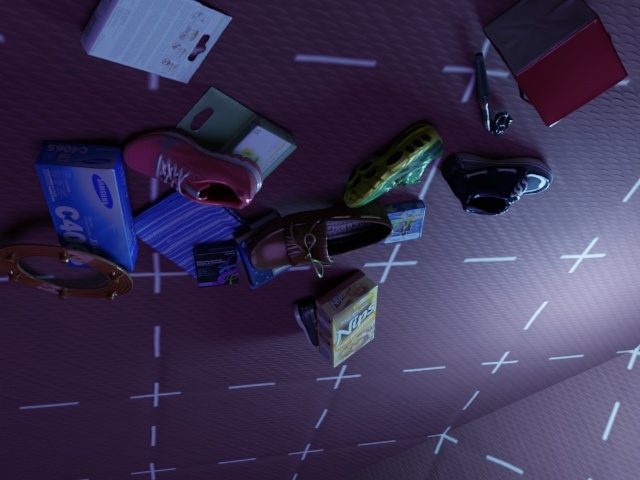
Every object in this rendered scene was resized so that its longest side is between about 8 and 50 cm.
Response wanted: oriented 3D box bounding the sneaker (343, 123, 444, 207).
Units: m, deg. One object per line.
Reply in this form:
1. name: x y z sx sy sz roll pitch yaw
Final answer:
1. sneaker: 0.184 -0.163 1.564 0.295 0.110 0.123 -35 134 22

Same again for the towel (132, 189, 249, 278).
1. towel: -0.318 -0.012 1.636 0.243 0.040 0.336 -27 140 15

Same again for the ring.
1. ring: -0.641 0.090 1.565 0.336 0.032 0.337 4 154 2

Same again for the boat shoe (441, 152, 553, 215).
1. boat shoe: 0.492 -0.133 1.663 0.340 0.158 0.127 1 139 -19

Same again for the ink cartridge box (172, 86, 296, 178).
1. ink cartridge box: -0.196 -0.221 1.413 0.235 0.056 0.171 23 128 -41

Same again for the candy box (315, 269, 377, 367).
1. candy box: 0.084 0.255 2.001 0.182 0.087 0.317 -33 148 -22

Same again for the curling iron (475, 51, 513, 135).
1. curling iron: 0.397 -0.343 1.476 0.068 0.035 0.274 -29 140 10

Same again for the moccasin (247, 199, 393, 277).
1. moccasin: 0.000 0.003 1.612 0.379 0.147 0.139 -10 120 -10

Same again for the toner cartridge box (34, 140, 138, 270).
1. toner cartridge box: -0.527 -0.067 1.446 0.165 0.075 0.348 3 139 -5

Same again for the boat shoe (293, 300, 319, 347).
1. boat shoe: -0.021 0.276 2.047 0.068 0.081 0.228 -17 139 8

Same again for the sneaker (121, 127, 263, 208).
1. sneaker: -0.282 -0.149 1.358 0.313 0.136 0.116 14 125 -5

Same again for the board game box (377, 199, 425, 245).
1. board game box: 0.189 -0.043 1.769 0.201 0.035 0.136 -9 141 -7

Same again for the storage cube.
1. storage cube: 0.493 -0.400 1.323 0.215 0.184 0.193 -34 136 23

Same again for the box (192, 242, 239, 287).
1. box: -0.283 0.070 1.711 0.115 0.029 0.162 -7 142 -9

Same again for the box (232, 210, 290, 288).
1. box: -0.147 0.038 1.699 0.136 0.036 0.225 -29 138 -17

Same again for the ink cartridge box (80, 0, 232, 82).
1. ink cartridge box: -0.306 -0.401 1.178 0.224 0.056 0.181 2 142 -49
